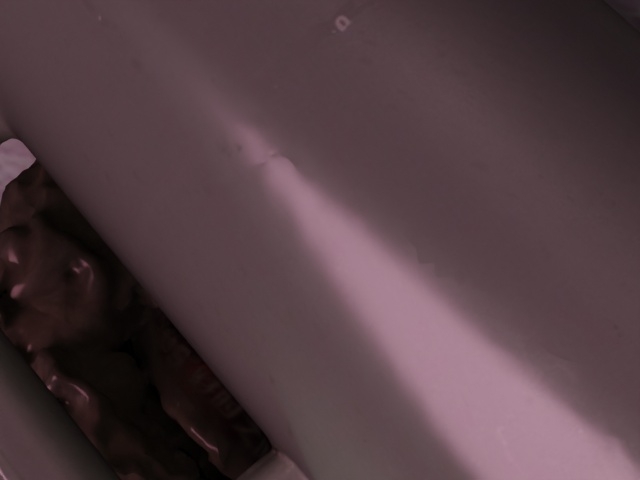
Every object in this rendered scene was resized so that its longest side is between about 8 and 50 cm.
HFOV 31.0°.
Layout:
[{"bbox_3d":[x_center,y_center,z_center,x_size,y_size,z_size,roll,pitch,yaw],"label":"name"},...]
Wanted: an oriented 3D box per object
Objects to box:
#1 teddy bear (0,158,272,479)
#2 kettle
[{"bbox_3d":[-0.105,0.167,0.621,0.357,0.224,0.367,56,156,21],"label":"teddy bear"},{"bbox_3d":[0.008,-0.005,0.441,0.318,0.205,0.265,47,114,11],"label":"kettle"}]
